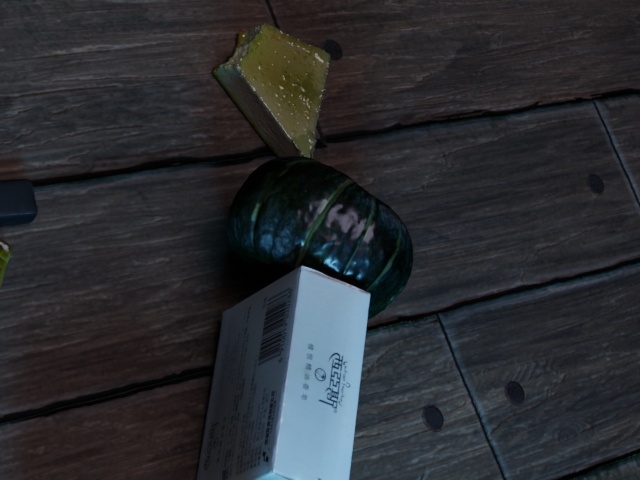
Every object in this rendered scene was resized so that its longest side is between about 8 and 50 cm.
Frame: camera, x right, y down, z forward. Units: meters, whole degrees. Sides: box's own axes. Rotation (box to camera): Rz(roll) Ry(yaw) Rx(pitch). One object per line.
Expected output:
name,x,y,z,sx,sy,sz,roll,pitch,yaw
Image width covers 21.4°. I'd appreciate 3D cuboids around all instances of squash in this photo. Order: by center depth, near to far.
squash,0.000,0.000,2.209,0.252,0.252,0.165,38,78,-14

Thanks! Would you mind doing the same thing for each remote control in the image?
remote control,-0.457,-0.041,2.043,0.245,0.025,0.063,-7,75,-38

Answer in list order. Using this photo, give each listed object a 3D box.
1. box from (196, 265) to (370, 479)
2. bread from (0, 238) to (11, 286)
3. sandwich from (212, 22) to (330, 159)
box,-0.048,0.198,2.087,0.116,0.203,0.274,22,59,-25
bread,-0.403,0.034,2.037,0.049,0.033,0.088,24,55,-17
sandwich,-0.075,-0.210,2.393,0.162,0.058,0.193,23,57,-23
